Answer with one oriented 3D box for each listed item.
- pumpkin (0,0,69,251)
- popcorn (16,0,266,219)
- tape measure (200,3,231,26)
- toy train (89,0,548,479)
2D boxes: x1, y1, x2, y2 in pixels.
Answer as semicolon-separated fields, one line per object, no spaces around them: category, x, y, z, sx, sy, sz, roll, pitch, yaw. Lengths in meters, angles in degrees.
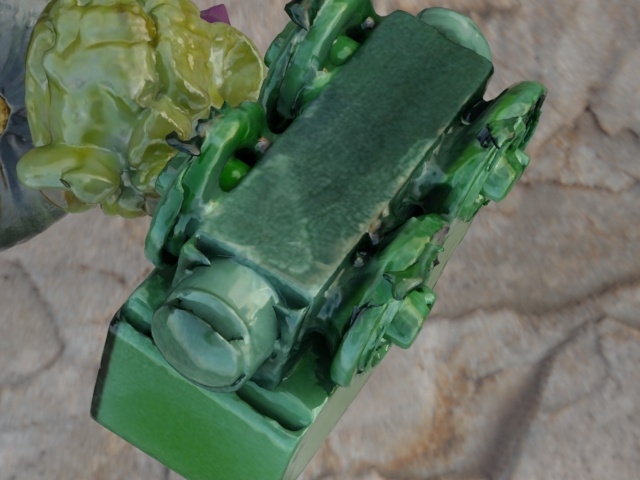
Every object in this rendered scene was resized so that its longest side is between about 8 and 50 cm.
pumpkin;-0.313;-0.127;1.348;0.300;0.207;0.300;-19;125;-29
popcorn;-0.115;-0.081;0.934;0.162;0.141;0.135;-39;106;-19
tape measure;-0.115;-0.170;1.634;0.074;0.125;0.118;-25;91;34
toy train;0.000;0.000;0.758;0.132;0.243;0.188;32;143;8
